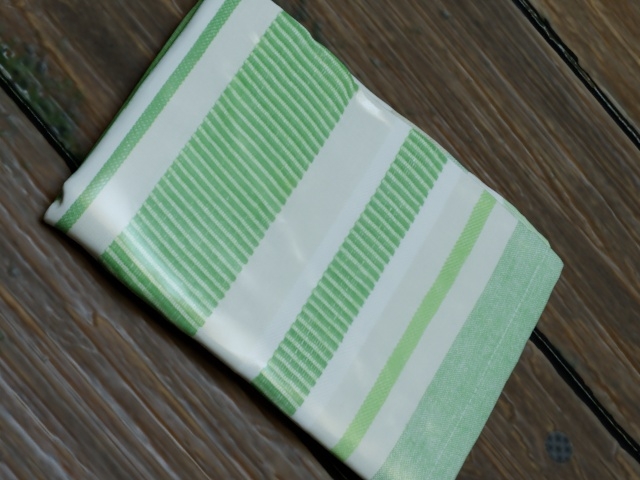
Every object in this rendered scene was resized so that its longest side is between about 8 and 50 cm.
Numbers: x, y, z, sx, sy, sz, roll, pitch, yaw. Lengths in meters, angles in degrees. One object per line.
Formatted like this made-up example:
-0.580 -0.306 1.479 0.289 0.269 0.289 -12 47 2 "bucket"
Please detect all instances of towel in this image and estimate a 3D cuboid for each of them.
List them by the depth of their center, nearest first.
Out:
0.000 0.000 1.312 0.325 0.038 0.248 40 57 -12 "towel"
